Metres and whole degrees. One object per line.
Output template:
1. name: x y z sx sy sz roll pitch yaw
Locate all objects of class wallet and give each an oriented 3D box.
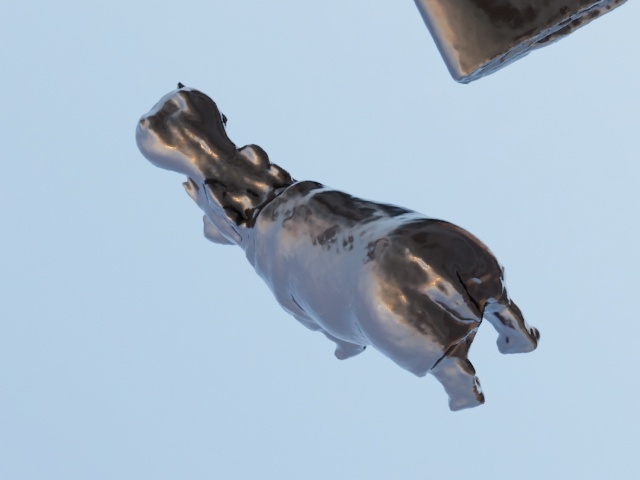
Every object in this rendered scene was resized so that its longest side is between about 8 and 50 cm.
1. wallet: 0.152 -0.385 1.929 0.406 0.228 0.062 65 -164 13

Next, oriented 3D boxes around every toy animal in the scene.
1. toy animal: 0.001 0.008 1.389 0.343 0.168 0.106 30 -112 36
